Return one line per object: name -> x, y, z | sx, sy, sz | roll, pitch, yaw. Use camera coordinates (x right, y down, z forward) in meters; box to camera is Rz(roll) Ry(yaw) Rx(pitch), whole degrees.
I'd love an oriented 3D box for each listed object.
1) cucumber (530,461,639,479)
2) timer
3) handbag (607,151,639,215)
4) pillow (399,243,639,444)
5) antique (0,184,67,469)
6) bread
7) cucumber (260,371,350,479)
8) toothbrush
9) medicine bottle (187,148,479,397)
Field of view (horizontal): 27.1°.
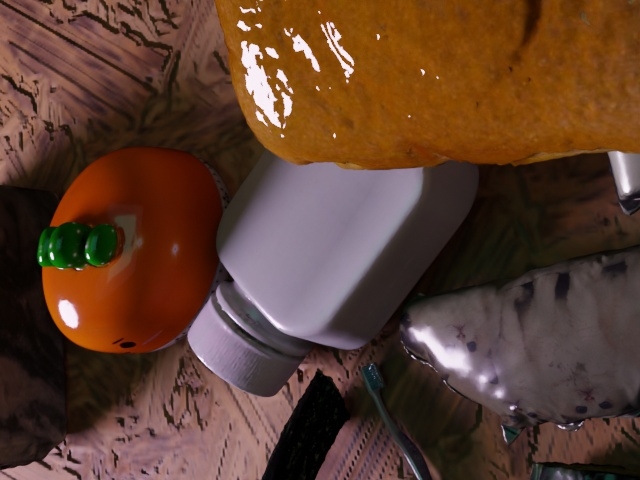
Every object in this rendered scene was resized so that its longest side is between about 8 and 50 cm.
cucumber -> 0.137, 0.219, 0.668 | 0.078, 0.062, 0.211 | 2, 86, 29
timer -> -0.115, 0.006, 0.796 | 0.099, 0.136, 0.136 | 12, 91, 24
handbag -> 0.224, -0.133, 0.632 | 0.241, 0.109, 0.315 | -24, 78, 26
pillow -> 0.148, 0.052, 0.679 | 0.241, 0.051, 0.093 | -14, 83, 32
antique -> -0.227, 0.059, 0.871 | 0.086, 0.088, 0.183 | -6, 82, 30
bread -> 0.067, -0.120, 0.617 | 0.246, 0.121, 0.174 | 1, 102, 27
cucumber -> -0.019, 0.138, 0.749 | 0.033, 0.034, 0.135 | -24, 34, 56
toothbrush -> 0.054, 0.128, 0.753 | 0.013, 0.011, 0.131 | -42, 66, 42
medicine bottle -> 0.000, 0.000, 0.756 | 0.183, 0.069, 0.119 | -54, 51, 13
